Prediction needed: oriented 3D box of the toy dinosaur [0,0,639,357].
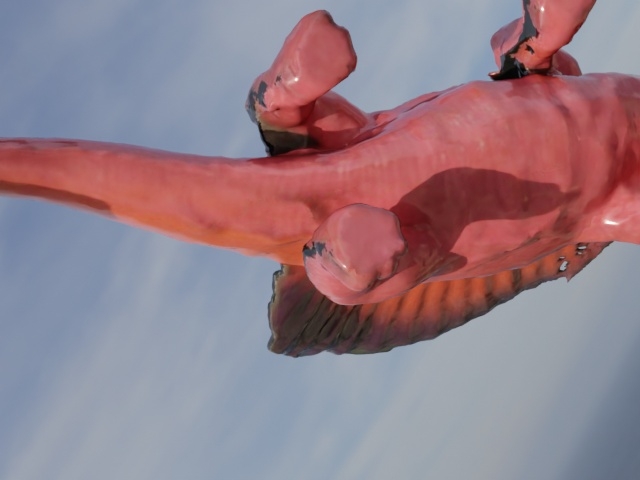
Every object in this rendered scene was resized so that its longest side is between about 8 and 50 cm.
[{"bbox_3d":[0.002,0.002,0.377,0.286,0.070,0.139,-14,-21,-16],"label":"toy dinosaur"}]
